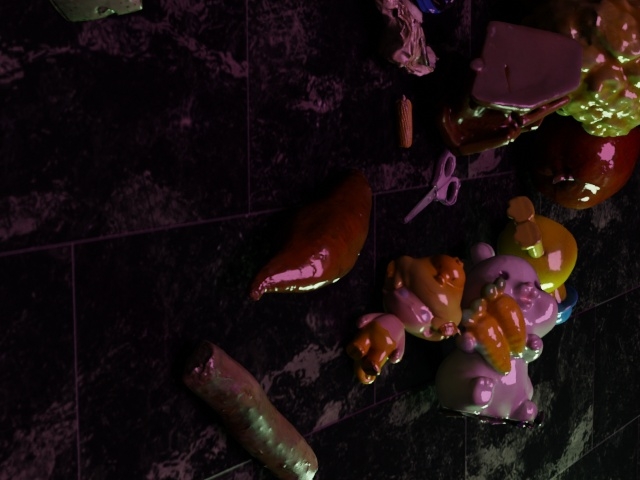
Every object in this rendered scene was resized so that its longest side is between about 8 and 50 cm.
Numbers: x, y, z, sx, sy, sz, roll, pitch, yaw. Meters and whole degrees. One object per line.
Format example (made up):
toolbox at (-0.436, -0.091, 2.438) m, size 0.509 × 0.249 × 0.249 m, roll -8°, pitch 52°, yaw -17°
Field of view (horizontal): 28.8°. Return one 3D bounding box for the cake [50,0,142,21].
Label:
cake at (-0.211, -0.353, 1.326) m, size 0.100 × 0.099 × 0.235 m, roll 53°, pitch 49°, yaw -49°

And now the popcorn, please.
popcorn at (0.486, -0.342, 2.233) m, size 0.274 × 0.335 × 0.279 m, roll 128°, pitch -16°, yaw -55°

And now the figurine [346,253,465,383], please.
figurine at (0.135, 0.113, 1.928) m, size 0.246 × 0.131 × 0.156 m, roll -39°, pitch 86°, yaw -31°

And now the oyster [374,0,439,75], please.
oyster at (0.118, -0.325, 1.888) m, size 0.163 × 0.081 × 0.191 m, roll -92°, pitch 162°, yaw -47°

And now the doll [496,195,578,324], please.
doll at (0.409, 0.037, 2.327) m, size 0.363 × 0.145 × 0.199 m, roll 58°, pitch 22°, yaw -59°

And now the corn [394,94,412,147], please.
corn at (0.130, -0.187, 1.957) m, size 0.027 × 0.028 × 0.083 m, roll -34°, pitch 126°, yaw -58°

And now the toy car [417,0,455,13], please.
toy car at (0.188, -0.455, 1.981) m, size 0.103 × 0.063 × 0.216 m, roll 50°, pitch 55°, yaw -47°

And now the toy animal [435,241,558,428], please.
toy animal at (0.294, 0.151, 2.083) m, size 0.247 × 0.182 × 0.310 m, roll 126°, pitch -27°, yaw -82°

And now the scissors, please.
scissors at (0.184, -0.075, 2.068) m, size 0.189 × 0.015 × 0.100 m, roll -44°, pitch 132°, yaw -46°

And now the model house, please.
model house at (0.295, -0.234, 2.069) m, size 0.229 × 0.219 × 0.199 m, roll 127°, pitch -22°, yaw -60°

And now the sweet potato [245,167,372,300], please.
sweet potato at (-0.001, 0.003, 1.697) m, size 0.359 × 0.112 × 0.112 m, roll -40°, pitch 127°, yaw -52°

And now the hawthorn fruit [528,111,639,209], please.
hawthorn fruit at (0.495, -0.154, 2.374) m, size 0.250 × 0.215 × 0.215 m, roll -46°, pitch 131°, yaw -47°

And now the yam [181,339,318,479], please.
yam at (-0.087, 0.232, 1.622) m, size 0.317 × 0.067 × 0.071 m, roll 54°, pitch 41°, yaw -45°
